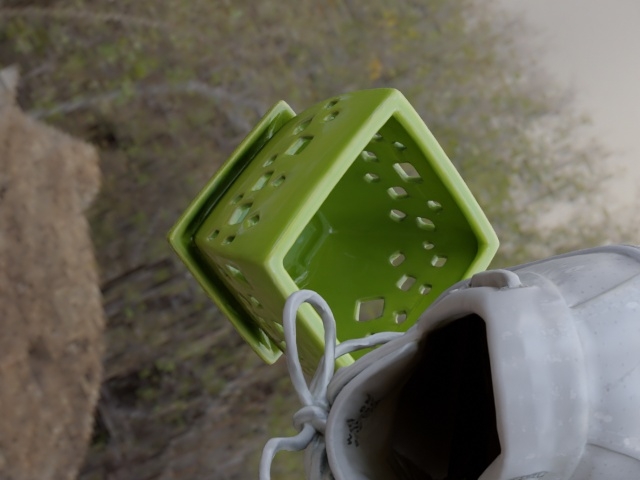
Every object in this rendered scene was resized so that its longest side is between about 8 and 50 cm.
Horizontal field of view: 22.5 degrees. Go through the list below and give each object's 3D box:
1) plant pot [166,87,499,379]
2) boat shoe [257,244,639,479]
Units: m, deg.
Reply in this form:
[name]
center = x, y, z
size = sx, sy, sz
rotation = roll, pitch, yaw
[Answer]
[plant pot]
center = 0.000, 0.000, 1.558
size = 0.207, 0.228, 0.227
rotation = 10, -35, 49
[boat shoe]
center = 0.045, 0.081, 0.705
size = 0.367, 0.156, 0.135
rotation = 148, -63, -74
